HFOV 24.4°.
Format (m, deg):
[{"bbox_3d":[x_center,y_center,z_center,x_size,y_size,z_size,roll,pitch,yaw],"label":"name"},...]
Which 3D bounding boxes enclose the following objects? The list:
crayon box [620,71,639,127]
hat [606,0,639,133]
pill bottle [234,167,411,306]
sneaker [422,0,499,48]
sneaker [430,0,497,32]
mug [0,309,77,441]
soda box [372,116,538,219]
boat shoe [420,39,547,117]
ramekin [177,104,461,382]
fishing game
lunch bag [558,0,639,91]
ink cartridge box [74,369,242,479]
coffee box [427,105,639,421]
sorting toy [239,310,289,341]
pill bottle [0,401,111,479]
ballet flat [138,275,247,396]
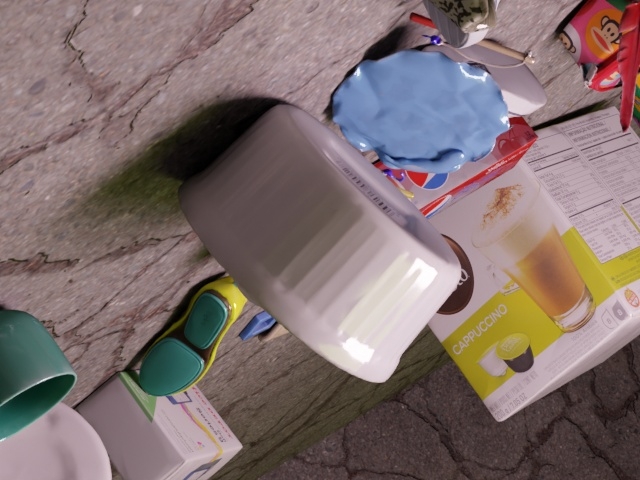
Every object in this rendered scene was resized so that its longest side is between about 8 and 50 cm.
[{"bbox_3d":[0.545,-0.196,1.879,0.278,0.165,0.081,-30,168,-5],"label":"crayon box"},{"bbox_3d":[0.395,-0.274,1.686,0.173,0.183,0.208,-24,162,-45],"label":"hat"},{"bbox_3d":[0.000,0.000,1.750,0.221,0.124,0.124,-25,163,-41],"label":"pill bottle"},{"bbox_3d":[0.150,-0.255,1.305,0.091,0.094,0.258,-29,165,-13],"label":"sneaker"},{"bbox_3d":[0.206,-0.303,1.082,0.410,0.182,0.158,-39,167,10],"label":"sneaker"},{"bbox_3d":[-0.311,0.121,1.411,0.129,0.097,0.158,-30,165,-26],"label":"mug"},{"bbox_3d":[0.153,-0.091,1.924,0.263,0.083,0.092,-31,167,-27],"label":"soda box"},{"bbox_3d":[0.164,-0.163,1.677,0.088,0.096,0.267,-40,166,31],"label":"boat shoe"},{"bbox_3d":[0.008,-0.006,1.438,0.135,0.277,0.277,-46,166,10],"label":"ramekin"},{"bbox_3d":[0.107,-0.138,1.543,0.264,0.189,0.041,125,-22,-50],"label":"fishing game"},{"bbox_3d":[0.439,-0.291,1.925,0.258,0.120,0.293,-41,166,34],"label":"lunch bag"},{"bbox_3d":[-0.217,0.258,2.020,0.093,0.154,0.212,-41,166,10],"label":"ink cartridge box"},{"bbox_3d":[0.378,0.031,2.386,0.338,0.334,0.337,-20,160,-47],"label":"coffee box"},{"bbox_3d":[0.017,0.093,2.300,0.196,0.047,0.348,-44,166,30],"label":"sorting toy"},{"bbox_3d":[-0.382,0.336,1.747,0.204,0.204,0.361,-29,165,-33],"label":"pill bottle"},{"bbox_3d":[-0.155,0.120,1.895,0.231,0.077,0.077,-51,178,41],"label":"ballet flat"}]
